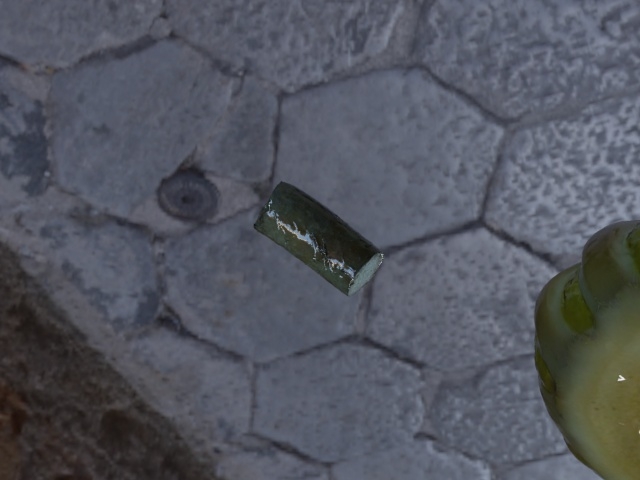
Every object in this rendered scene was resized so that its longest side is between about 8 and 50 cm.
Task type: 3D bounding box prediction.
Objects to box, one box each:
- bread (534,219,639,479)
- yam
[{"bbox_3d":[0.319,0.062,0.697,0.333,0.160,0.333,6,131,6],"label":"bread"},{"bbox_3d":[0.000,0.000,0.675,0.094,0.043,0.043,37,130,-5],"label":"yam"}]
